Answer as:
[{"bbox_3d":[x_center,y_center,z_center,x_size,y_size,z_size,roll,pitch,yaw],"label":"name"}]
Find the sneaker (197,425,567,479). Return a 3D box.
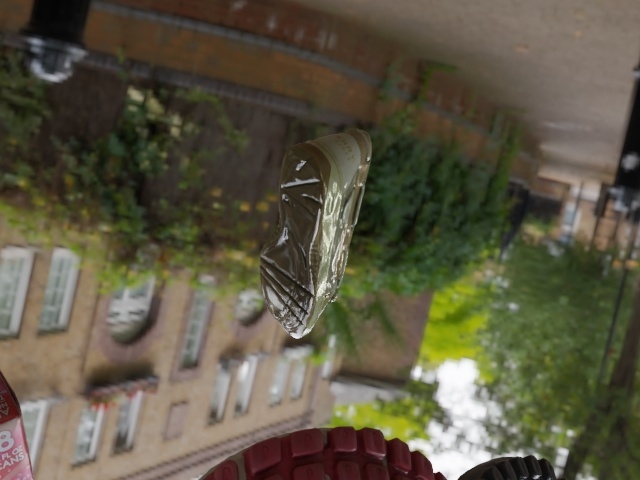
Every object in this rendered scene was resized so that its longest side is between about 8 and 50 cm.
[{"bbox_3d":[0.027,0.164,0.559,0.112,0.121,0.299,-31,151,26],"label":"sneaker"}]

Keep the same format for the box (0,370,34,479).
[{"bbox_3d":[-0.274,0.138,0.597,0.256,0.128,0.122,-19,-139,-24],"label":"box"}]

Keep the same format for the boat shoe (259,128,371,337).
[{"bbox_3d":[-0.001,-0.002,0.755,0.048,0.153,0.056,-24,-130,-32],"label":"boat shoe"}]
